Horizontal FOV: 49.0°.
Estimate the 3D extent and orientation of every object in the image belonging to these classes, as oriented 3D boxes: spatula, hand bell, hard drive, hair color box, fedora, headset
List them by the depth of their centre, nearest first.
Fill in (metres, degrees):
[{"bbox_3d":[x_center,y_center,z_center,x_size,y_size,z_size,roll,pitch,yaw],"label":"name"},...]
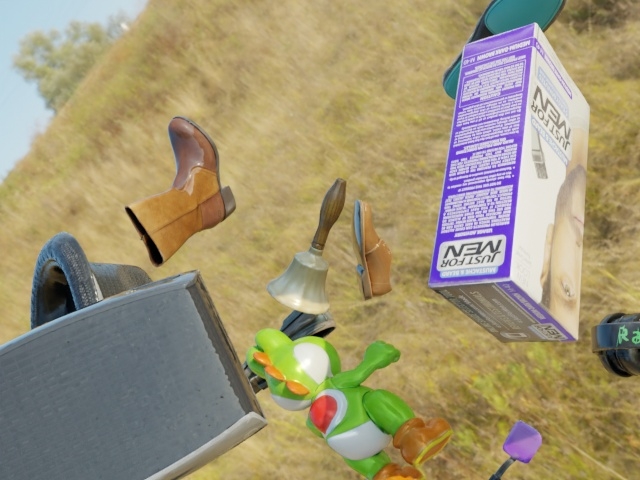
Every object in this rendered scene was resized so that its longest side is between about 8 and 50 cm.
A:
[{"bbox_3d":[-0.189,0.140,0.581,0.255,0.172,0.054,-24,-8,-11],"label":"hard drive"},{"bbox_3d":[0.239,-0.065,0.848,0.110,0.185,0.338,-7,60,40],"label":"hair color box"},{"bbox_3d":[-0.299,0.151,0.999,0.334,0.153,0.333,7,99,52],"label":"fedora"},{"bbox_3d":[0.000,0.000,1.283,0.126,0.126,0.242,-99,29,-70],"label":"hand bell"},{"bbox_3d":[0.672,0.177,1.376,0.244,0.394,0.185,-4,74,29],"label":"headset"},{"bbox_3d":[0.487,0.619,1.881,0.296,0.084,0.030,-61,-8,17],"label":"spatula"}]

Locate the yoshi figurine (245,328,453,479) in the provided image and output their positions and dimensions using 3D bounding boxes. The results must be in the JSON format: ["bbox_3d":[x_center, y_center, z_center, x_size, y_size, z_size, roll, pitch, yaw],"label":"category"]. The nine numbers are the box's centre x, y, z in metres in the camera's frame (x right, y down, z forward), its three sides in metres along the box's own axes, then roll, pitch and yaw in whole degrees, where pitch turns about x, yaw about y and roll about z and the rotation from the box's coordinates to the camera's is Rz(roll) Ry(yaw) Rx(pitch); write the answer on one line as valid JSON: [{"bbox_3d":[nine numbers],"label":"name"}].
[{"bbox_3d":[0.042,0.264,1.179,0.203,0.362,0.203,-43,-29,-24],"label":"yoshi figurine"}]

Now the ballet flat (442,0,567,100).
[{"bbox_3d":[0.330,-0.382,1.271,0.316,0.107,0.106,-42,10,50],"label":"ballet flat"}]

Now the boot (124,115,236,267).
[{"bbox_3d":[-0.330,-0.114,1.523,0.096,0.264,0.280,-5,21,35],"label":"boot"}]

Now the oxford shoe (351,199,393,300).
[{"bbox_3d":[0.105,0.014,1.399,0.076,0.212,0.076,-12,24,-7],"label":"oxford shoe"}]

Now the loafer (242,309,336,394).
[{"bbox_3d":[-0.078,0.241,1.468,0.267,0.084,0.096,-49,-28,1],"label":"loafer"}]

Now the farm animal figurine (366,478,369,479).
[{"bbox_3d":[0.091,0.621,1.472,0.172,0.327,0.330,-105,8,-64],"label":"farm animal figurine"}]
